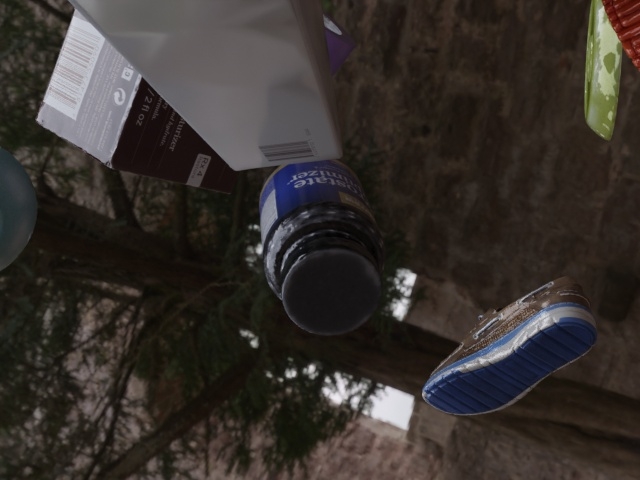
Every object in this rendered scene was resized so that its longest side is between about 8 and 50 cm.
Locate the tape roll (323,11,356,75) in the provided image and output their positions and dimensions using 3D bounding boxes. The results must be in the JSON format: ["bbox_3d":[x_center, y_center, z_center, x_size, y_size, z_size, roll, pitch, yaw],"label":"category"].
[{"bbox_3d":[-0.033,-0.376,1.353,0.080,0.189,0.189,-51,-13,21],"label":"tape roll"}]

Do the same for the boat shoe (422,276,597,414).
[{"bbox_3d":[0.164,0.095,0.666,0.183,0.066,0.066,-38,25,37],"label":"boat shoe"}]

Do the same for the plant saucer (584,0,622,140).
[{"bbox_3d":[0.412,-0.267,1.111,0.241,0.037,0.240,3,-90,-75],"label":"plant saucer"}]

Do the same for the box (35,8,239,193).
[{"bbox_3d":[-0.202,-0.175,0.940,0.203,0.167,0.168,10,-74,-53],"label":"box"}]

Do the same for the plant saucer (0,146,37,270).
[{"bbox_3d":[-0.422,-0.025,0.867,0.195,0.037,0.194,-14,-60,-26],"label":"plant saucer"}]

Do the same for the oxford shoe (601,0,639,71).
[{"bbox_3d":[0.232,-0.210,0.489,0.098,0.097,0.271,-11,-94,-48],"label":"oxford shoe"}]

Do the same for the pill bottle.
[{"bbox_3d":[0.000,0.000,0.783,0.219,0.123,0.122,-104,18,-63],"label":"pill bottle"}]

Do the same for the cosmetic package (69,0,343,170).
[{"bbox_3d":[-0.061,-0.219,0.424,0.377,0.098,0.284,54,-149,-80],"label":"cosmetic package"}]
